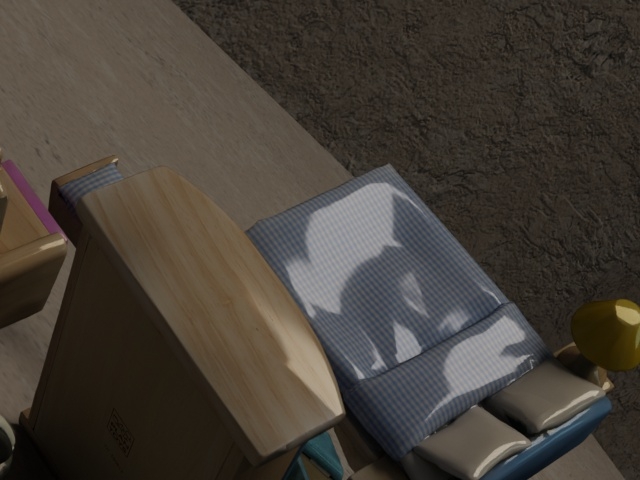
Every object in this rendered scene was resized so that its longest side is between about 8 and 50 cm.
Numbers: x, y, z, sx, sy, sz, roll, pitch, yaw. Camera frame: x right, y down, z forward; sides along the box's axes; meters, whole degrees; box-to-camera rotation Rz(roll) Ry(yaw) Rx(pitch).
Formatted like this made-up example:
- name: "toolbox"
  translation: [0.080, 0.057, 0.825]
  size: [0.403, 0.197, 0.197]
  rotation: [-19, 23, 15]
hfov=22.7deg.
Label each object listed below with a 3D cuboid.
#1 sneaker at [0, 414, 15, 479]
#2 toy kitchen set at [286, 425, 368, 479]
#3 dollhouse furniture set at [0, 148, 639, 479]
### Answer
- name: "sneaker"
  translation: [-0.217, 0.034, 0.397]
  size: [0.147, 0.130, 0.330]
  rotation: [38, 0, 21]
- name: "toy kitchen set"
  translation: [0.023, 0.125, 1.017]
  size: [0.122, 0.166, 0.207]
  rotation: [45, 10, -29]
- name: "dollhouse furniture set"
  translation: [0.000, 0.000, 0.804]
  size: [0.286, 0.303, 0.198]
  rotation: [53, -35, 19]
